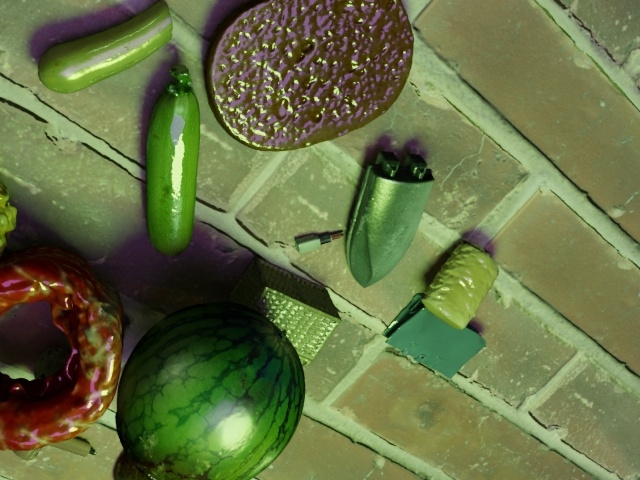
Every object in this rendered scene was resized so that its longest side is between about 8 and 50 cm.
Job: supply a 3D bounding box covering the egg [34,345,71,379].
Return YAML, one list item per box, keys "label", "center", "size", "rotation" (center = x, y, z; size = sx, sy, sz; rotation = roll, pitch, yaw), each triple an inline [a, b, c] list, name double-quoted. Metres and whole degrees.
- label: "egg"
  center: [-0.528, 0.260, 1.713]
  size: [0.085, 0.085, 0.110]
  rotation: [10, 121, -23]

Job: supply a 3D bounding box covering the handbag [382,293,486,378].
- label: "handbag"
  center: [0.264, 0.226, 1.984]
  size: [0.221, 0.057, 0.144]
  rotation: [30, 110, -30]

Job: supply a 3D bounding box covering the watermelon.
- label: "watermelon"
  center: [-0.198, 0.279, 1.558]
  size: [0.363, 0.363, 0.363]
  rotation: [-8, 120, -14]

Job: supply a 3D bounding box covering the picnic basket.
- label: "picnic basket"
  center: [-0.087, 0.156, 1.777]
  size: [0.196, 0.134, 0.154]
  rotation: [25, 109, -28]

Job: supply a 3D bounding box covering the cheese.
- label: "cheese"
  center: [0.308, 0.099, 1.871]
  size: [0.123, 0.094, 0.167]
  rotation: [43, 76, -29]

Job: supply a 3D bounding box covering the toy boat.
- label: "toy boat"
  center: [0.129, -0.031, 1.776]
  size: [0.141, 0.092, 0.320]
  rotation: [3, 124, -21]

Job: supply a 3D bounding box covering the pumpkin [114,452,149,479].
- label: "pumpkin"
  center: [-0.305, 0.505, 1.871]
  size: [0.312, 0.169, 0.148]
  rotation: [-22, 125, -7]

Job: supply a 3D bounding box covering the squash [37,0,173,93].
- label: "squash"
  center: [-0.360, -0.323, 1.454]
  size: [0.250, 0.083, 0.083]
  rotation: [-26, 123, -6]

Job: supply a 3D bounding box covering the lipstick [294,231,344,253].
- label: "lipstick"
  center: [0.000, 0.000, 1.784]
  size: [0.107, 0.025, 0.025]
  rotation: [-15, 123, -17]

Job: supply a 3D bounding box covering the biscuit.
- label: "biscuit"
  center: [-0.022, -0.341, 1.564]
  size: [0.394, 0.070, 0.350]
  rotation: [-14, 119, -12]

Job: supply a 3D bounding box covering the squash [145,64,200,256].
- label: "squash"
  center: [-0.272, -0.136, 1.574]
  size: [0.101, 0.101, 0.379]
  rotation: [0, 120, -19]

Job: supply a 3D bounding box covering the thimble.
- label: "thimble"
  center: [-0.519, 0.191, 1.542]
  size: [0.350, 0.230, 0.350]
  rotation: [-1, 98, -9]

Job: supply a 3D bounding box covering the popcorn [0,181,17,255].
- label: "popcorn"
  center: [-0.636, -0.034, 1.465]
  size: [0.218, 0.169, 0.189]
  rotation: [-40, 122, 1]

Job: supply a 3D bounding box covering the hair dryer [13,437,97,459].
- label: "hair dryer"
  center: [-0.548, 0.419, 1.815]
  size: [0.181, 0.064, 0.117]
  rotation: [32, 103, -38]
